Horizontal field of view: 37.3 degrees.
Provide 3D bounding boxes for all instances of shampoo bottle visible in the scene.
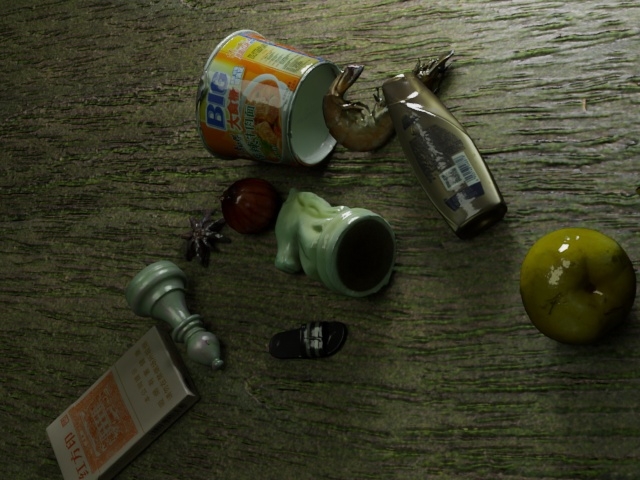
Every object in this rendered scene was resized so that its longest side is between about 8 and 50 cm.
[{"bbox_3d":[0.224,-0.172,1.798,0.125,0.084,0.350,-33,64,12],"label":"shampoo bottle"}]

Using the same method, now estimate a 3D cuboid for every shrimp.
[{"bbox_3d":[0.130,-0.312,1.922,0.296,0.169,0.058,-44,16,7],"label":"shrimp"}]

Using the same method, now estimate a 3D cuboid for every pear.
[{"bbox_3d":[0.413,0.071,1.538,0.200,0.200,0.200,-14,64,29],"label":"pear"}]

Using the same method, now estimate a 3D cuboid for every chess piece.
[{"bbox_3d":[-0.291,0.177,2.026,0.139,0.139,0.271,-48,64,8],"label":"chess piece"},{"bbox_3d":[0.000,0.000,1.887,0.298,0.176,0.176,21,83,52],"label":"chess piece"}]

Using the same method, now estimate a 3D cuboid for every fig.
[{"bbox_3d":[-0.165,-0.071,2.030,0.128,0.150,0.128,28,124,53],"label":"fig"}]

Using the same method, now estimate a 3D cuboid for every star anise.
[{"bbox_3d":[-0.265,-0.011,2.123,0.141,0.042,0.141,-15,62,29],"label":"star anise"}]

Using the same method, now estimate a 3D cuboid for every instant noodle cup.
[{"bbox_3d":[-0.088,-0.283,1.983,0.214,0.296,0.296,16,80,28],"label":"instant noodle cup"}]

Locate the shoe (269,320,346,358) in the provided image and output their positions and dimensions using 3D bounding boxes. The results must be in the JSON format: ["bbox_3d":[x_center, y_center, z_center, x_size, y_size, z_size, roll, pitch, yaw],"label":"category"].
[{"bbox_3d":[-0.035,0.197,1.873,0.179,0.049,0.071,-12,65,30],"label":"shoe"}]

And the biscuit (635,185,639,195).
[{"bbox_3d":[0.583,0.028,1.538,0.048,0.026,0.292,-39,51,39],"label":"biscuit"}]

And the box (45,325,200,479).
[{"bbox_3d":[-0.438,0.379,2.069,0.365,0.051,0.204,-43,53,12],"label":"box"}]
